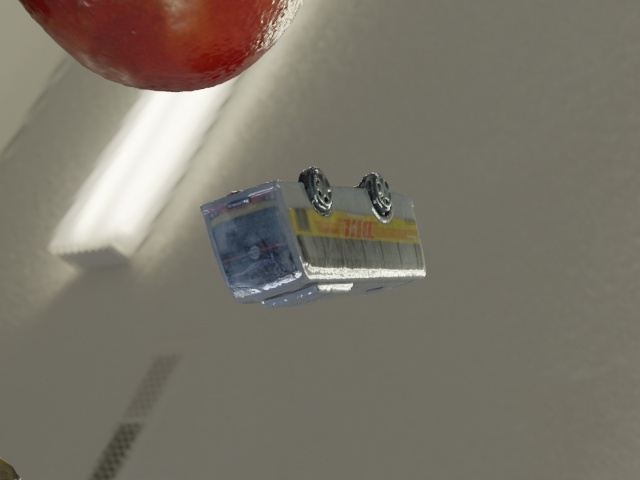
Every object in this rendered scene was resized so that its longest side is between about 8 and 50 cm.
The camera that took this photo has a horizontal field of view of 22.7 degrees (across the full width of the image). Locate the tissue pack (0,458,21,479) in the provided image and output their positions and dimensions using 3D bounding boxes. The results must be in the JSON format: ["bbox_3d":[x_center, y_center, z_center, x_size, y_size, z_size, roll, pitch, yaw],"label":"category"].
[{"bbox_3d":[-0.317,0.221,1.313,0.169,0.120,0.082,122,-10,-60],"label":"tissue pack"}]

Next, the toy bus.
[{"bbox_3d":[0.000,0.000,0.970,0.064,0.190,0.075,-16,-96,25],"label":"toy bus"}]

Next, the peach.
[{"bbox_3d":[-0.079,-0.157,0.861,0.158,0.154,0.267,-53,-156,5],"label":"peach"}]
